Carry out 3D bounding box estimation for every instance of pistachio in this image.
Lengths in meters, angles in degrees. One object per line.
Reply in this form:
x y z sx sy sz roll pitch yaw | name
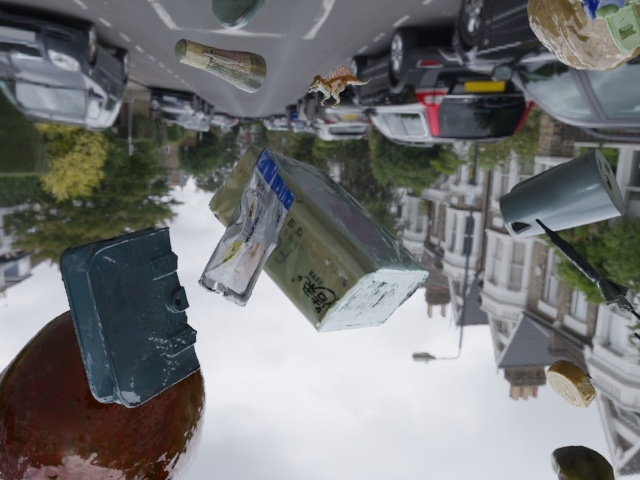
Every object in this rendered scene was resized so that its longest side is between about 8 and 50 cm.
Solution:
0.544 0.479 1.116 0.110 0.100 0.189 -26 176 12 | pistachio

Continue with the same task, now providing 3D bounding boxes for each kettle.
0.561 -0.114 1.281 0.243 0.160 0.211 -22 -147 38 | kettle

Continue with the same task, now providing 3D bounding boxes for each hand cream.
-0.212 -0.376 1.133 0.203 0.084 0.084 5 -175 -44 | hand cream

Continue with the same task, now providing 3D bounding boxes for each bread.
0.758 0.431 1.635 0.073 0.149 0.122 -37 -172 -21 | bread

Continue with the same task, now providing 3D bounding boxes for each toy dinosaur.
0.052 -0.472 1.584 0.057 0.212 0.142 45 167 23 | toy dinosaur

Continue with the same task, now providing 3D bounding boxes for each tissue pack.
0.000 0.000 1.215 0.405 0.205 0.331 45 -163 26 | tissue pack

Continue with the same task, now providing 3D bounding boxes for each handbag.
-0.256 0.103 0.771 0.062 0.229 0.179 -4 -170 32 | handbag

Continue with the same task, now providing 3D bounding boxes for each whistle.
0.458 -0.405 0.858 0.105 0.227 0.085 -24 -158 24 | whistle

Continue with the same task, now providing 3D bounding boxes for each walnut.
0.530 -0.449 1.047 0.261 0.225 0.225 26 179 -27 | walnut

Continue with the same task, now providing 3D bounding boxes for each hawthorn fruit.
-0.394 0.294 1.002 0.402 0.403 0.403 2 -169 0 | hawthorn fruit

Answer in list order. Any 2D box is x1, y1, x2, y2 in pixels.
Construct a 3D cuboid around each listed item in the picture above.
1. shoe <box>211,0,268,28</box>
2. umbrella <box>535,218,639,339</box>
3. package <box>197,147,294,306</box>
-0.169 -0.604 1.295 0.103 0.251 0.100 33 172 -2 | shoe
0.464 0.052 0.911 0.044 0.044 0.269 14 -143 -51 | umbrella
-0.085 -0.008 0.663 0.027 0.173 0.171 23 171 16 | package
